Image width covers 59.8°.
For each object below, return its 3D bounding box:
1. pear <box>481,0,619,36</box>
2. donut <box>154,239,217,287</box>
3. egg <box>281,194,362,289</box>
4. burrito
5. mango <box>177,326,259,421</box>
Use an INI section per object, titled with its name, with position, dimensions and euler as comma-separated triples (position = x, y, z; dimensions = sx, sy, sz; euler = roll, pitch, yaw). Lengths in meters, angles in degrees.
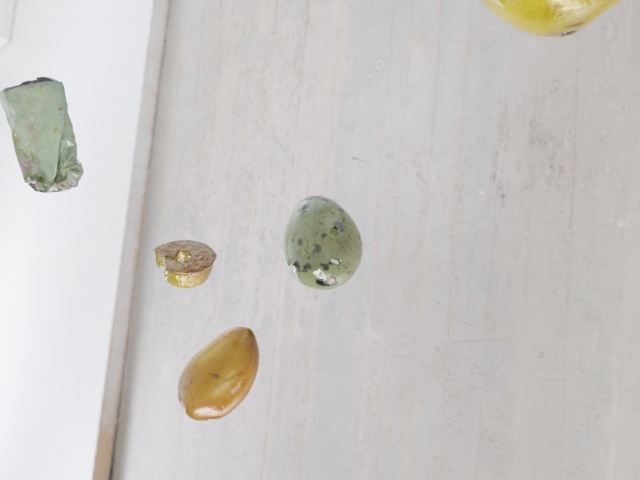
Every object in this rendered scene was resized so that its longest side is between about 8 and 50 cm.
[pear]
position = 0.353, -0.448, 0.835
dimensions = 0.280, 0.280, 0.281
euler = -10, 74, 40
[donut]
position = -0.223, 0.039, 0.924
dimensions = 0.108, 0.097, 0.043
euler = -127, 39, -50
[egg]
position = 0.000, 0.000, 1.217
dimensions = 0.177, 0.177, 0.228
euler = -38, 47, 30
[burrito]
position = -0.567, -0.213, 1.150
dimensions = 0.143, 0.089, 0.229
euler = -11, 96, 9
[mango]
position = -0.209, 0.278, 1.169
dimensions = 0.145, 0.112, 0.219
euler = 37, 91, 14
